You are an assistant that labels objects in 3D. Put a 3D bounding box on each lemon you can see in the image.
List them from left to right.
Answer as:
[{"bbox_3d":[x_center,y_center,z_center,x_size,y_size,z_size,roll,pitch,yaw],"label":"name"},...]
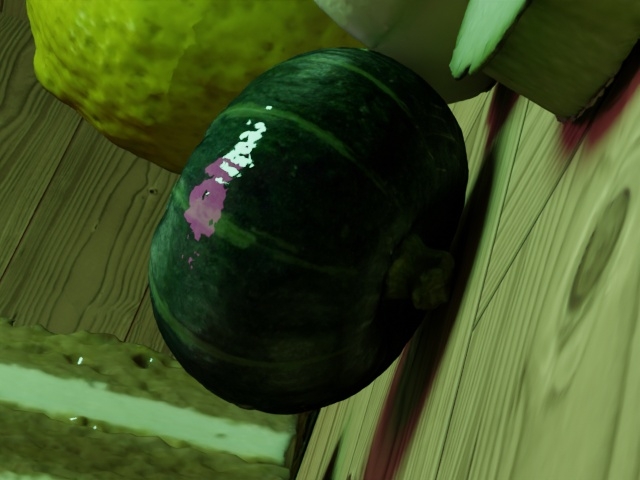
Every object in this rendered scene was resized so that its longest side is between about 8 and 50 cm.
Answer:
[{"bbox_3d":[-0.051,-0.221,1.216,0.387,0.350,0.349,-49,19,59],"label":"lemon"}]

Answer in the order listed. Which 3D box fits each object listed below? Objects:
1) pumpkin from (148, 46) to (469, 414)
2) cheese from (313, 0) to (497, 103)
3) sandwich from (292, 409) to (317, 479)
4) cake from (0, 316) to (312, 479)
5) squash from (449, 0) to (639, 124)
[{"bbox_3d":[-0.003,-0.001,0.725,0.167,0.125,0.167,-51,-3,-4],"label":"pumpkin"},{"bbox_3d":[0.073,-0.206,0.785,0.233,0.127,0.266,108,-177,-47],"label":"cheese"},{"bbox_3d":[-0.057,0.133,1.328,0.273,0.095,0.249,122,165,-76],"label":"sandwich"},{"bbox_3d":[-0.157,0.204,0.882,0.290,0.282,0.255,-85,9,-68],"label":"cake"},{"bbox_3d":[0.107,-0.141,0.523,0.219,0.041,0.219,-155,90,-86],"label":"squash"}]
